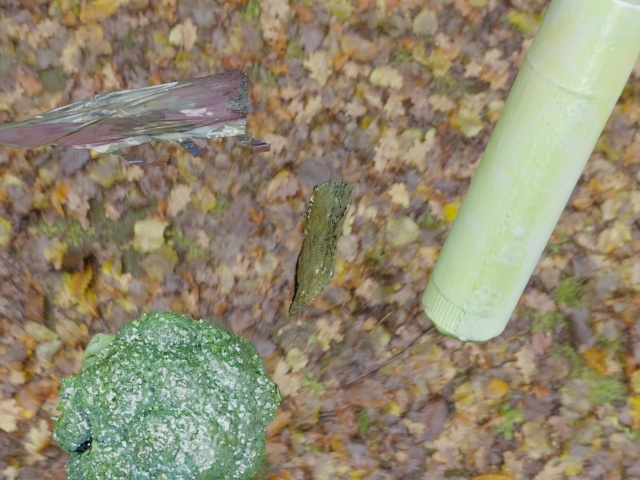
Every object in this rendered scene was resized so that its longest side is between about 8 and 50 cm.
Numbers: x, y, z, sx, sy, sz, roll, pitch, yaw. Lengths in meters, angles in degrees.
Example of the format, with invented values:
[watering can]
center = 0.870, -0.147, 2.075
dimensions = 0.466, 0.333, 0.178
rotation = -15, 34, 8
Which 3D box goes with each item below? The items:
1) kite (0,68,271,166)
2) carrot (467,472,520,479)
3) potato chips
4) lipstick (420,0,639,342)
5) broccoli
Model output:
[kite]
center = -0.126, -0.089, 0.854
dimensions = 0.204, 0.360, 0.022
rotation = -11, 88, 10
[carrot]
center = 0.101, 0.130, 0.423
dimensions = 0.048, 0.139, 0.048
rotation = -16, 61, 31
[potato chips]
center = 0.000, 0.000, 1.205
dimensions = 0.026, 0.142, 0.209
rotation = 9, 31, 21
[lipstick]
center = 0.156, -0.052, 0.756
dimensions = 0.076, 0.304, 0.076
rotation = 14, 34, -9
[broccoli]
center = -0.186, 0.193, 1.141
dimensions = 0.270, 0.270, 0.270
rotation = -16, 118, -31
